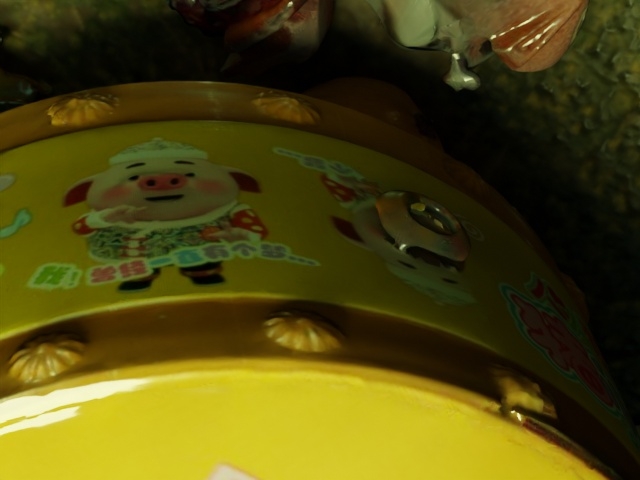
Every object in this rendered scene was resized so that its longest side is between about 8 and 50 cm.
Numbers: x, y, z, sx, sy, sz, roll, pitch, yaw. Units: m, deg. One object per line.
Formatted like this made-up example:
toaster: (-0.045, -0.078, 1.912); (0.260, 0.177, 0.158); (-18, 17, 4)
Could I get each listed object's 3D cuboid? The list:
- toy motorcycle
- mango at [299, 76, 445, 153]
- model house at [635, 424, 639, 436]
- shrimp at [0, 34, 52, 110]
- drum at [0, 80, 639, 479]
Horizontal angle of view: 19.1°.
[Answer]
toy motorcycle: (0.030, -0.114, 0.840); (0.212, 0.084, 0.118); (-12, 127, 31)
mango: (0.003, -0.001, 0.903); (0.105, 0.084, 0.159); (52, 127, 30)
model house: (0.171, 0.165, 0.963); (0.088, 0.100, 0.100); (26, 120, -4)
shrimp: (-0.232, -0.063, 0.942); (0.217, 0.051, 0.115); (-5, 123, 14)
drum: (-0.055, 0.155, 0.804); (0.431, 0.214, 0.431); (-4, 122, -7)
